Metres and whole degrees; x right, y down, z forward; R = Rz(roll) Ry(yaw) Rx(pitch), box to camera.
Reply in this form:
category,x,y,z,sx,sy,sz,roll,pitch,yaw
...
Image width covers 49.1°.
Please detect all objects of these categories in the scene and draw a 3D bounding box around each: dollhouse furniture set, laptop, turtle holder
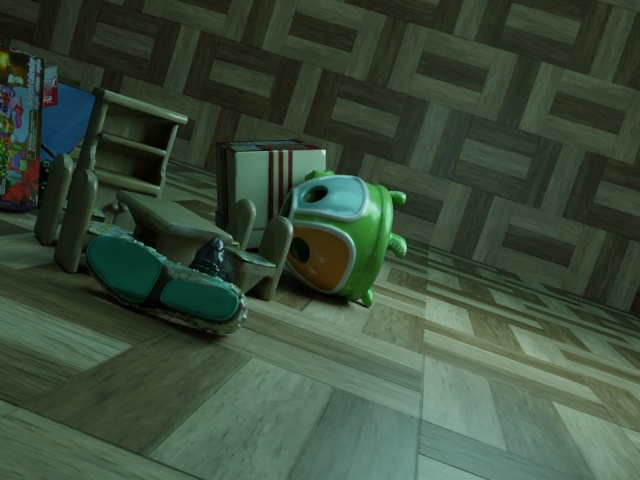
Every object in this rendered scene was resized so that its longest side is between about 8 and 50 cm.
category,x,y,z,sx,sy,sz,roll,pitch,yaw
dollhouse furniture set,-0.284,-0.097,1.216,0.362,0.257,0.394,12,9,-38
laptop,-0.765,-0.286,1.556,0.382,0.236,0.408,20,7,23
turtle holder,0.035,-0.041,1.430,0.227,0.320,0.243,17,-28,-12

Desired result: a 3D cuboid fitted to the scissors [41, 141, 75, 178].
category,x,y,z,sx,sy,sz,roll,pitch,yaw
scissors,-0.531,-0.157,1.466,0.297,0.021,0.109,50,-16,-30

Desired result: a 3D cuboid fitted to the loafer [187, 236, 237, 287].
category,x,y,z,sx,sy,sz,roll,pitch,yaw
loafer,-0.146,0.051,1.032,0.062,0.061,0.170,21,-18,8

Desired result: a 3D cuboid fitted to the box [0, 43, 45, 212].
category,x,y,z,sx,sy,sz,roll,pitch,yaw
box,-0.591,-0.207,1.212,0.201,0.293,0.057,11,-21,-43

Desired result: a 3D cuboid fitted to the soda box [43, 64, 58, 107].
category,x,y,z,sx,sy,sz,roll,pitch,yaw
soda box,-0.725,-0.351,1.550,0.263,0.092,0.083,5,16,2

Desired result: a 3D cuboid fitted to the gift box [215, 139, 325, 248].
category,x,y,z,sx,sy,sz,roll,pitch,yaw
gift box,-0.145,-0.103,1.683,0.276,0.258,0.255,-4,15,-14

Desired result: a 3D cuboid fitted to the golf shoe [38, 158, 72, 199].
category,x,y,z,sx,sy,sz,roll,pitch,yaw
golf shoe,-0.601,-0.116,1.324,0.120,0.105,0.273,-3,-6,31

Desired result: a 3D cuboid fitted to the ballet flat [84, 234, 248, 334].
category,x,y,z,sx,sy,sz,roll,pitch,yaw
ballet flat,-0.205,0.069,0.934,0.241,0.091,0.077,24,-22,14
